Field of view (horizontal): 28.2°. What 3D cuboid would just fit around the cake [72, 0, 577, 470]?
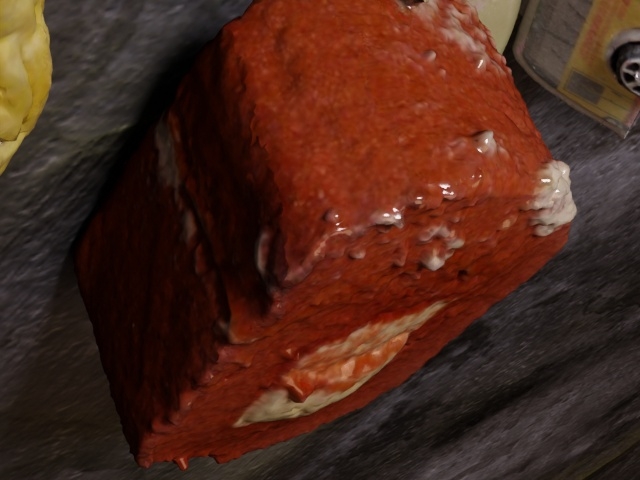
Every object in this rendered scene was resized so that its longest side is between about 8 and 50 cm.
[{"bbox_3d":[0.000,0.000,0.640,0.177,0.151,0.283,1,143,-35],"label":"cake"}]

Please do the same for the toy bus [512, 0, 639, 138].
[{"bbox_3d":[0.170,-0.160,0.637,0.092,0.106,0.268,-55,169,-24],"label":"toy bus"}]

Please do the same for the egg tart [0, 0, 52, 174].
[{"bbox_3d":[-0.194,-0.039,0.387,0.241,0.106,0.241,-38,152,-25],"label":"egg tart"}]

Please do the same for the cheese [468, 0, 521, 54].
[{"bbox_3d":[0.072,-0.098,0.726,0.097,0.037,0.192,-31,154,-7],"label":"cheese"}]
